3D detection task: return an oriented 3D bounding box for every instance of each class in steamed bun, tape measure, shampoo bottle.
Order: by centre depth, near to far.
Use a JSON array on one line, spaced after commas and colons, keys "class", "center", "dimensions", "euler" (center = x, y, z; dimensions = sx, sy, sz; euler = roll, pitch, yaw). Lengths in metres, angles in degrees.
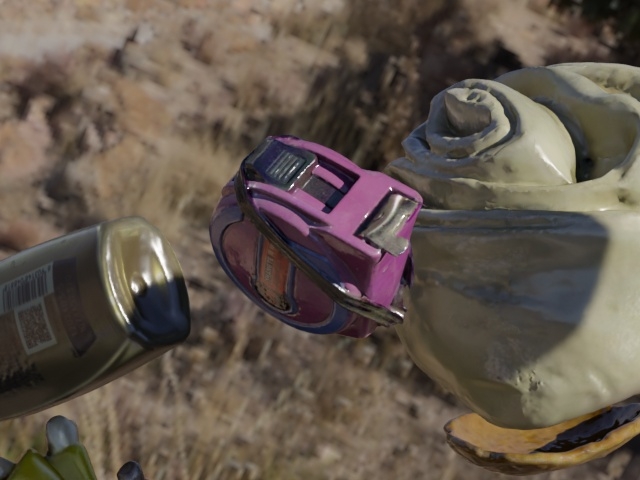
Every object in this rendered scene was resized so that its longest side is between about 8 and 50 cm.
[{"class": "tape measure", "center": [0.000, 0.000, 0.875], "dimensions": [0.125, 0.118, 0.074], "euler": [32, 59, 16]}, {"class": "steamed bun", "center": [0.196, -0.033, 1.202], "dimensions": [0.324, 0.219, 0.310], "euler": [-17, 38, -2]}, {"class": "shampoo bottle", "center": [-0.257, 0.084, 1.245], "dimensions": [0.084, 0.350, 0.126], "euler": [-9, 78, -52]}]

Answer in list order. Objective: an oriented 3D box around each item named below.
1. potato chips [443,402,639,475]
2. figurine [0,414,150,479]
[{"class": "potato chips", "center": [0.201, 0.178, 1.350], "dimensions": [0.150, 0.049, 0.201], "euler": [0, 3, 43]}, {"class": "figurine", "center": [-0.160, 0.268, 1.178], "dimensions": [0.343, 0.215, 0.187], "euler": [23, -5, -3]}]
